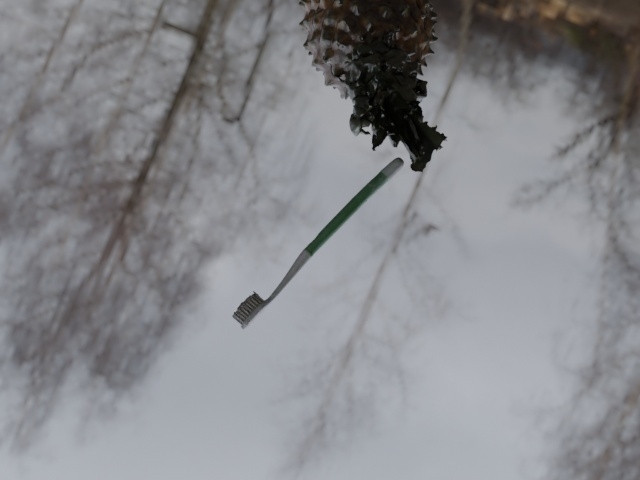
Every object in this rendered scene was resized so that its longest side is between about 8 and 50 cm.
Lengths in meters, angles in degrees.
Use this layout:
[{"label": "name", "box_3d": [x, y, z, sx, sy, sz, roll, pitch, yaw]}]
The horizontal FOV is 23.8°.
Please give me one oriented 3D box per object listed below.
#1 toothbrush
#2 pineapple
[{"label": "toothbrush", "box_3d": [0.000, 0.000, 1.648, 0.024, 0.257, 0.018, 43, 170, 12]}, {"label": "pineapple", "box_3d": [0.059, -0.214, 1.762, 0.175, 0.175, 0.361, 21, -148, -13]}]
